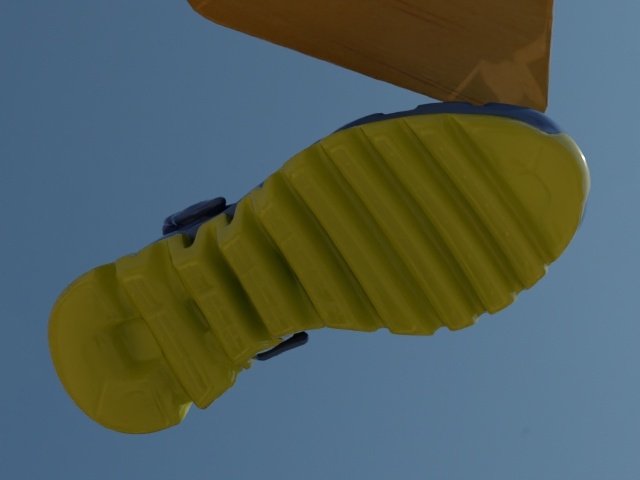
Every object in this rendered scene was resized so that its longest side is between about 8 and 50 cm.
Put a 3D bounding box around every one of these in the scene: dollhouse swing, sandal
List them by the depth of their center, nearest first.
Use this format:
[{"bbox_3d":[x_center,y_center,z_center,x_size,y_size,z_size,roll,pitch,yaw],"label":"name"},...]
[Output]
[{"bbox_3d":[0.000,0.000,0.887,0.317,0.138,0.126,-18,-78,21],"label":"sandal"},{"bbox_3d":[0.018,-0.186,1.047,0.315,0.347,0.305,17,-48,-8],"label":"dollhouse swing"}]
